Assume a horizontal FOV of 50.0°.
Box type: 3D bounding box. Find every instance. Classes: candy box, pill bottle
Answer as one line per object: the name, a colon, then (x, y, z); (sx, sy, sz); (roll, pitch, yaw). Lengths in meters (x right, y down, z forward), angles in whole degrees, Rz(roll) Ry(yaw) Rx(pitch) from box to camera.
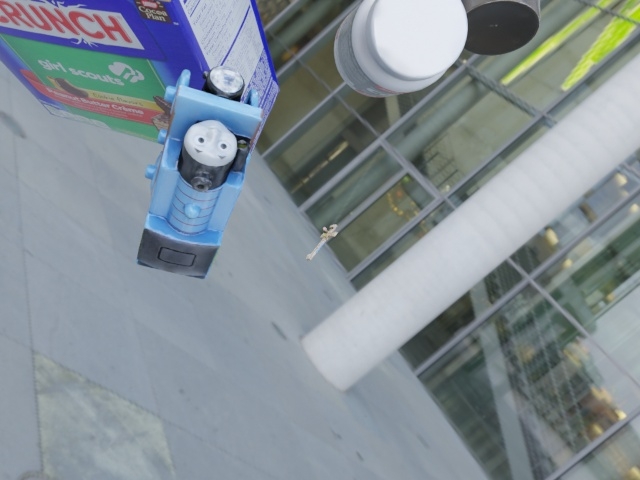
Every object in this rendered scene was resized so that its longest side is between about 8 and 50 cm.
candy box: (-0.203, -0.216, 0.677); (0.268, 0.122, 0.317); (16, -18, 11)
pill bottle: (0.117, -0.309, 1.066); (0.161, 0.161, 0.283); (48, 1, -12)

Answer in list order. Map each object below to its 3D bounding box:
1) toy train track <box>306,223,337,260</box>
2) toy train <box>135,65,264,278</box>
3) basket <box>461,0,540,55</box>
toy train track: (0.000, 0.000, 1.168); (0.014, 0.083, 0.048); (48, -28, -20)
toy train: (-0.098, -0.051, 0.548); (0.080, 0.184, 0.105); (13, 54, -16)
basket: (0.270, -0.422, 1.077); (0.204, 0.154, 0.227); (87, 5, -66)
